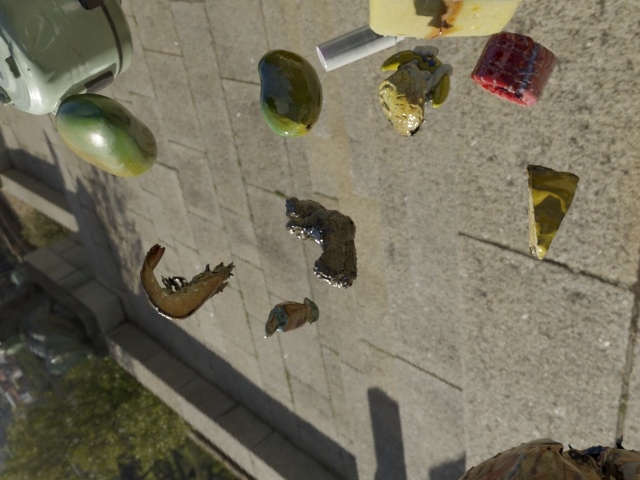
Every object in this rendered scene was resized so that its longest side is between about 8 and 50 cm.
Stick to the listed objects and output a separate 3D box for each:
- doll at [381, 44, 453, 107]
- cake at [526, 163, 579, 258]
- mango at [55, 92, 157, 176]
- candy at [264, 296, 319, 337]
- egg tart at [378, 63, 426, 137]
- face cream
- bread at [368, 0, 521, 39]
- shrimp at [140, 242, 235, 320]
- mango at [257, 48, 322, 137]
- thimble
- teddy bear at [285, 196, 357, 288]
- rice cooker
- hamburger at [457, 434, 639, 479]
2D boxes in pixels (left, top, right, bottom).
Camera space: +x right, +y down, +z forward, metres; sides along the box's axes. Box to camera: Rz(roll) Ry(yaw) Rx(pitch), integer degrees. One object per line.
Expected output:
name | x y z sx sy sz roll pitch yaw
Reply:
doll | 0.324 -0.536 2.169 0.111 0.252 0.237 106 143 -77
cake | 0.437 -0.062 1.310 0.116 0.080 0.185 27 118 1
mango | -0.317 -0.157 0.949 0.137 0.091 0.237 18 169 5
candy | -0.053 0.129 1.120 0.046 0.182 0.053 22 100 24
egg tart | 0.238 -0.421 1.950 0.252 0.098 0.232 -111 20 -43
face cream | 0.161 -0.690 2.234 0.102 0.345 0.102 158 90 -88
bread | 0.187 -0.408 1.035 0.178 0.240 0.135 86 -175 -84
shrimp | -0.214 0.050 1.027 0.124 0.178 0.034 51 132 -3
mango | -0.059 -0.289 1.246 0.122 0.085 0.191 -14 76 22
thimble | 0.435 -0.384 1.463 0.163 0.189 0.125 28 102 15
teddy bear | 0.017 -0.012 1.447 0.251 0.129 0.182 54 -171 31
rice cooker | -0.435 -0.336 1.063 0.226 0.244 0.226 31 147 23
hamburger | 0.122 0.210 0.365 0.106 0.231 0.231 20 142 -5
